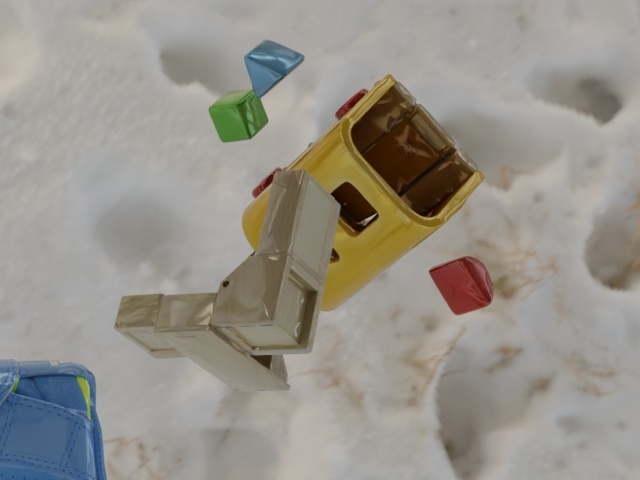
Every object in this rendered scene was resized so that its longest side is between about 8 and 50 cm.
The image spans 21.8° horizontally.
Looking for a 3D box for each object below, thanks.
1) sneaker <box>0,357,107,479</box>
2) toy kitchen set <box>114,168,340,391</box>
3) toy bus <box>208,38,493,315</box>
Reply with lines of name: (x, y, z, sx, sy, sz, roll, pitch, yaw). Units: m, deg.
sneaker: (-0.103, 0.141, 0.494, 0.126, 0.091, 0.240, -4, 108, -18)
toy kitchen set: (-0.032, 0.021, 0.740, 0.068, 0.083, 0.075, 44, 50, -48)
toy bus: (0.003, -0.010, 1.052, 0.104, 0.191, 0.202, -46, 138, -47)
